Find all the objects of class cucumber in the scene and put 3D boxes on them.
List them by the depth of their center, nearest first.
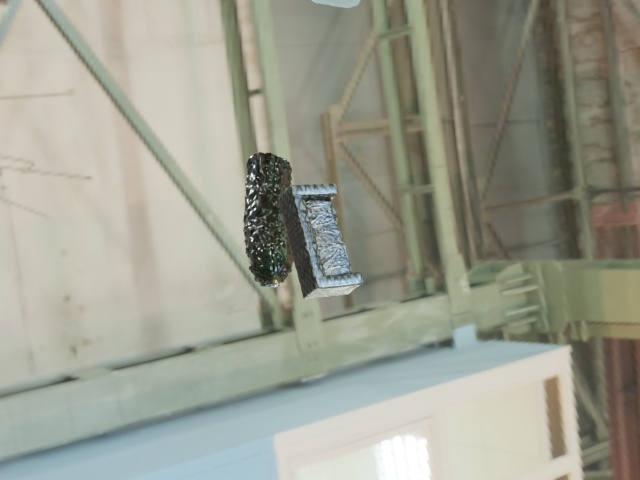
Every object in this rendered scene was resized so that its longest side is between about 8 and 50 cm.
[{"bbox_3d":[-0.072,-0.023,1.498,0.300,0.072,0.072,-92,-162,-55],"label":"cucumber"}]

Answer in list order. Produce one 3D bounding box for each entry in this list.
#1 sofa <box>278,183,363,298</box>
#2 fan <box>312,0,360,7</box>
[{"bbox_3d":[0.000,0.000,1.167,0.039,0.060,0.118,-41,-122,54],"label":"sofa"},{"bbox_3d":[-0.057,-0.430,1.507,0.010,0.310,0.182,-27,-134,51],"label":"fan"}]
